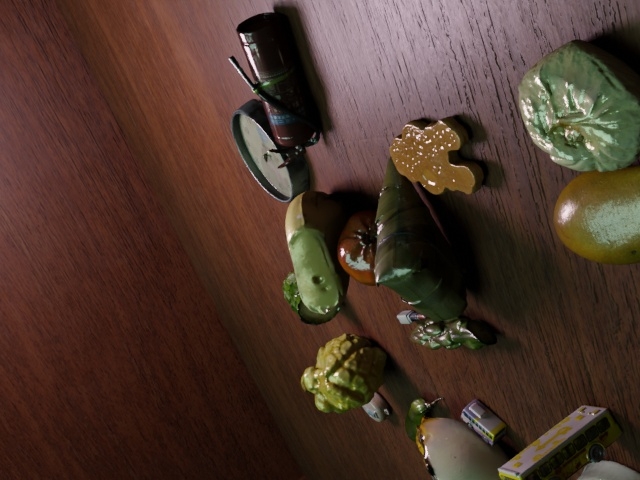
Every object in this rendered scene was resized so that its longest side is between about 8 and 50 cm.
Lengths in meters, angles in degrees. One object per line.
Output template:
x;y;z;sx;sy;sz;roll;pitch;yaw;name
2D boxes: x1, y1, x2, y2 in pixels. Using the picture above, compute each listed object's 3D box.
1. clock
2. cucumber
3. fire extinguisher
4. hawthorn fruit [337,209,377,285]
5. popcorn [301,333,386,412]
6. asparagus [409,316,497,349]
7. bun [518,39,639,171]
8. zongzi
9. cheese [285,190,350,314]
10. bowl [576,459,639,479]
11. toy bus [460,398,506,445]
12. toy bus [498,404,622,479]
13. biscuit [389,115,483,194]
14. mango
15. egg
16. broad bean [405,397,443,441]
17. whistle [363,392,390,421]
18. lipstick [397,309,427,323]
-0.132;-0.223;2.009;0.280;0.055;0.280;47;159;25;clock
-0.046;0.145;2.295;0.244;0.134;0.134;41;156;61;cucumber
-0.095;-0.306;1.693;0.105;0.142;0.341;-85;-18;-53;fire extinguisher
0.137;0.042;1.728;0.165;0.165;0.285;44;180;32;hawthorn fruit
0.072;0.369;2.213;0.195;0.255;0.256;42;-166;-23;popcorn
0.272;0.195;1.679;0.080;0.080;0.287;58;152;-4;asparagus
0.321;-0.158;0.969;0.188;0.111;0.164;49;156;30;bun
0.197;0.003;1.538;0.251;0.125;0.274;40;-141;-46;zongzi
0.000;0.000;1.805;0.315;0.128;0.259;-72;-25;-61;cheese
0.569;0.578;1.462;0.307;0.163;0.307;43;155;26;bowl
0.373;0.414;1.811;0.102;0.052;0.058;40;152;34;toy bus
0.422;0.376;1.381;0.074;0.226;0.081;63;161;-5;toy bus
0.198;-0.146;1.387;0.236;0.040;0.143;13;125;66;biscuit
0.393;-0.037;1.019;0.136;0.099;0.227;63;152;2;mango
0.355;0.528;1.878;0.264;0.174;0.286;55;-172;-28;egg
0.266;0.484;2.144;0.075;0.067;0.325;35;156;19;broad bean
0.142;0.503;2.468;0.220;0.057;0.107;20;140;55;whistle
0.220;0.179;1.849;0.025;0.025;0.107;59;154;-9;lipstick
